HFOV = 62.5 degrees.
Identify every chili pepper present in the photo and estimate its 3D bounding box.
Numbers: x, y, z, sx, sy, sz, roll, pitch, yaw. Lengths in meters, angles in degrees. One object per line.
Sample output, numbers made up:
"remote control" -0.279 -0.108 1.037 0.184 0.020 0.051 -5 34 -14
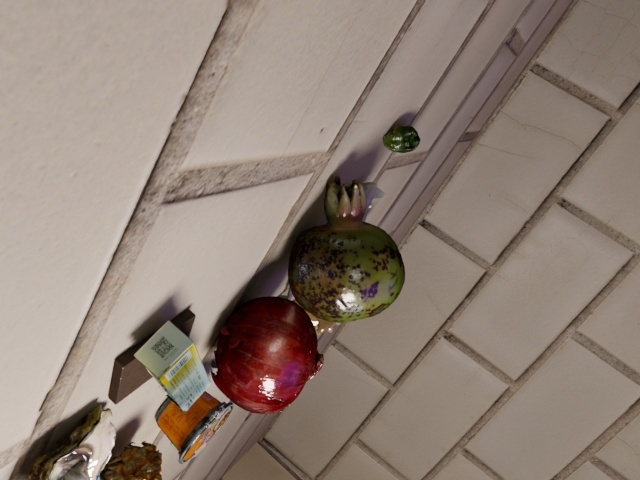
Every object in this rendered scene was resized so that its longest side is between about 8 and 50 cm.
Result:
"chili pepper" 0.229 -0.272 1.409 0.204 0.073 0.072 -27 138 -64

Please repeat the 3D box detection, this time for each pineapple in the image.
"pineapple" -0.447 0.499 1.137 0.249 0.164 0.139 -57 -154 36

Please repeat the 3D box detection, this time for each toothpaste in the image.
"toothpaste" -0.266 0.248 0.993 0.089 0.071 0.312 -49 166 -25

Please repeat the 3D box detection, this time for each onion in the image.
"onion" -0.121 0.267 1.237 0.276 0.276 0.276 -48 166 -16

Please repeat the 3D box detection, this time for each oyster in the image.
"oyster" -0.426 0.401 0.902 0.222 0.084 0.214 -67 175 -48

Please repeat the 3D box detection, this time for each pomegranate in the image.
"pomegranate" 0.051 0.019 1.239 0.285 0.285 0.340 -29 121 -59

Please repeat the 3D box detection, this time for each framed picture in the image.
"framed picture" -0.306 0.210 0.964 0.168 0.023 0.127 -37 160 -47

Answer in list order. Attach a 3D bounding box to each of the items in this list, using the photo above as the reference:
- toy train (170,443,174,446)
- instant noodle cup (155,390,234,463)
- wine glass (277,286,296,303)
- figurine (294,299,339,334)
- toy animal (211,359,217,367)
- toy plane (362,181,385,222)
"toy train" -0.375 0.581 1.612 0.149 0.081 0.099 -55 167 -12
"instant noodle cup" -0.317 0.431 1.286 0.208 0.126 0.178 -58 166 23
"wine glass" -0.060 0.127 1.467 0.073 0.073 0.155 -30 154 -58
"figurine" -0.006 0.207 1.584 0.177 0.247 0.172 16 110 -31
"toy animal" -0.265 0.328 1.402 0.084 0.050 0.028 26 68 -41
"toy plane" 0.100 -0.086 1.435 0.174 0.080 0.174 -47 168 -14
